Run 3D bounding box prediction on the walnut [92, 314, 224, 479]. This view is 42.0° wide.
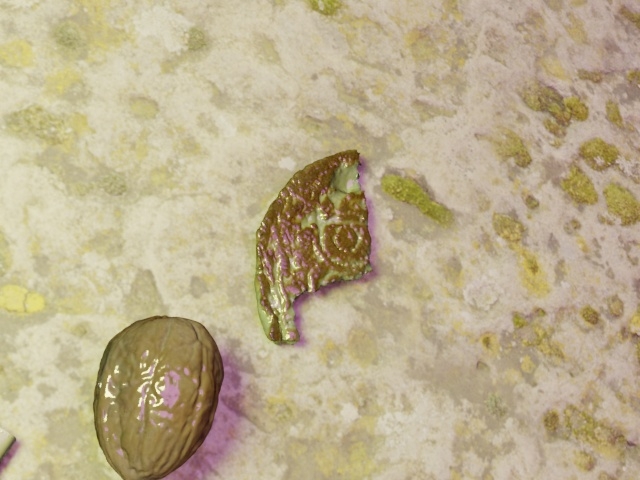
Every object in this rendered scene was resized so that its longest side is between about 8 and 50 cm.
[{"bbox_3d":[-0.217,0.208,1.099,0.178,0.178,0.230,19,68,-18],"label":"walnut"}]

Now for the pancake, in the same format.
[{"bbox_3d":[-0.003,0.001,1.335,0.197,0.054,0.376,35,65,-9],"label":"pancake"}]

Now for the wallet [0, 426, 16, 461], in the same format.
[{"bbox_3d":[-0.471,0.284,1.034,0.110,0.039,0.155,38,63,-12],"label":"wallet"}]
